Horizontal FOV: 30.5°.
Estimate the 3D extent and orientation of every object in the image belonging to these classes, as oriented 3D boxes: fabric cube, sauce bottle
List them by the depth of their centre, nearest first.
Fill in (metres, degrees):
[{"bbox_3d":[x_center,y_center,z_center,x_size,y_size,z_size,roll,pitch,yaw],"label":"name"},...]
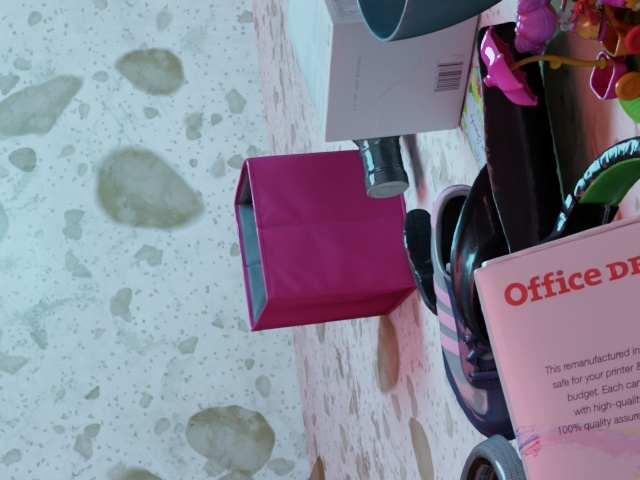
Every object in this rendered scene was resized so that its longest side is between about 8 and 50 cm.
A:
[{"bbox_3d":[0.077,-0.237,1.898,0.111,0.111,0.344,115,148,-69],"label":"sauce bottle"},{"bbox_3d":[0.000,0.000,2.039,0.254,0.258,0.259,117,145,-72],"label":"fabric cube"}]

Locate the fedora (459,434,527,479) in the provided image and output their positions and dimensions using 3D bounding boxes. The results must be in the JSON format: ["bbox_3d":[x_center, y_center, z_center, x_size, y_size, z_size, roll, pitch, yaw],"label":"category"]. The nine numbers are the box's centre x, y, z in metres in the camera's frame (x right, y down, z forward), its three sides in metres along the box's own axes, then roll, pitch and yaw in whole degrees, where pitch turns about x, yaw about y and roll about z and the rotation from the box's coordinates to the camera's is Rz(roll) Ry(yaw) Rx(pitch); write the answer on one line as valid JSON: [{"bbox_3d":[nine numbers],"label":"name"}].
[{"bbox_3d":[0.240,0.364,1.344,0.244,0.124,0.275,117,154,-66],"label":"fedora"}]

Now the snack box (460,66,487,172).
[{"bbox_3d":[0.215,-0.131,1.440,0.100,0.037,0.141,96,164,-52],"label":"snack box"}]

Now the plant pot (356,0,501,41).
[{"bbox_3d":[0.150,-0.363,1.237,0.290,0.195,0.290,174,90,-79],"label":"plant pot"}]

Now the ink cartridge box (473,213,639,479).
[{"bbox_3d":[0.253,0.124,0.851,0.117,0.201,0.278,-2,-104,-57],"label":"ink cartridge box"}]

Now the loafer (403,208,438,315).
[{"bbox_3d":[0.158,0.034,1.767,0.061,0.062,0.170,97,165,-65],"label":"loafer"}]

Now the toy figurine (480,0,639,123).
[{"bbox_3d":[0.224,-0.182,1.052,0.130,0.159,0.173,-110,18,-50],"label":"toy figurine"}]

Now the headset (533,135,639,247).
[{"bbox_3d":[0.288,0.098,1.052,0.243,0.185,0.394,-117,38,-51],"label":"headset"}]

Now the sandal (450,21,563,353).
[{"bbox_3d":[0.199,-0.012,1.263,0.167,0.107,0.446,25,-122,-61],"label":"sandal"}]

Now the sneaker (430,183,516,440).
[{"bbox_3d":[0.187,0.083,1.427,0.131,0.112,0.319,48,-152,-68],"label":"sneaker"}]

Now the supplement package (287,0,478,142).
[{"bbox_3d":[0.077,-0.303,1.636,0.199,0.198,0.262,95,165,-45],"label":"supplement package"}]
